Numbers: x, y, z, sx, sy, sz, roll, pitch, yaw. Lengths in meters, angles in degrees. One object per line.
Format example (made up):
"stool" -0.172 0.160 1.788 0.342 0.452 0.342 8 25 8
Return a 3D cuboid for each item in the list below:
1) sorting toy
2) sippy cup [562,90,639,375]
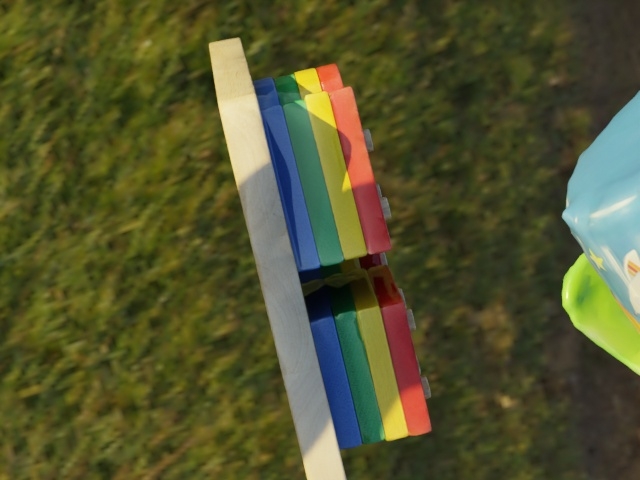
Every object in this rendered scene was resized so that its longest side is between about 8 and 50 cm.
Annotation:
"sorting toy" 0.000 0.000 1.265 0.257 0.089 0.255 -107 -176 -75
"sippy cup" 0.271 0.005 1.127 0.224 0.305 0.240 45 24 -12
